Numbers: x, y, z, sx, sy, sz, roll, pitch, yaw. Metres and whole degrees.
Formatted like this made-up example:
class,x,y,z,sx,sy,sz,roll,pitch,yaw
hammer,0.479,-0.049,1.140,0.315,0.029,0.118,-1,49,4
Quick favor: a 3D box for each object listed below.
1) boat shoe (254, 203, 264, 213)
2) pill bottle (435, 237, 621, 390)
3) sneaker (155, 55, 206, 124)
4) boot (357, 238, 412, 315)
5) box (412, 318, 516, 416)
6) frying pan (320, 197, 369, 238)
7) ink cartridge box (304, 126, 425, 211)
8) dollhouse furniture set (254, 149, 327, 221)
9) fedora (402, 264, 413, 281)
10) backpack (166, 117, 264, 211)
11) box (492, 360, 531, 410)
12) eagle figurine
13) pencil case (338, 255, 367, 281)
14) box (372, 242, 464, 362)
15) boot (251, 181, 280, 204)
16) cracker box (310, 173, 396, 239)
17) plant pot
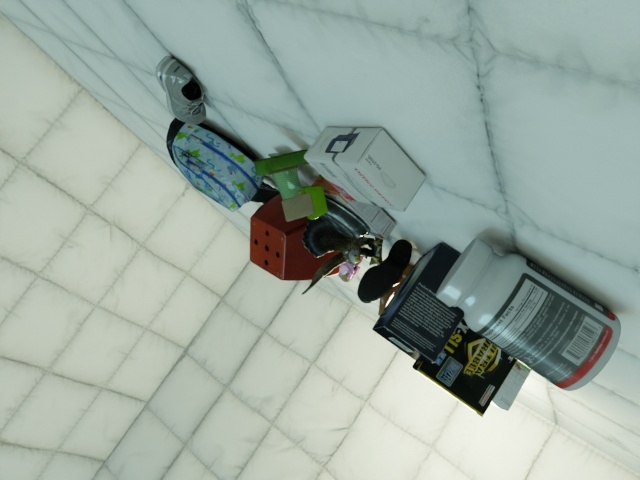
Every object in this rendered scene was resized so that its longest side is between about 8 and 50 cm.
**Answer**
class,x,y,z,sx,sy,sz,roll,pitch,yaw
boat shoe,-0.182,-0.082,2.525,0.341,0.122,0.110,21,162,50
pill bottle,0.467,0.160,1.290,0.363,0.210,0.210,34,170,8
sneaker,-0.397,-0.422,1.678,0.115,0.105,0.281,32,169,16
boot,0.198,0.161,1.823,0.096,0.264,0.280,24,147,16
box,0.484,0.346,1.779,0.257,0.322,0.079,36,171,-1
frying pan,0.007,-0.098,1.698,0.326,0.053,0.197,32,171,16
ink cartridge box,0.097,-0.166,1.278,0.172,0.100,0.237,41,169,-30
dollhouse furniture set,-0.122,-0.156,1.666,0.301,0.151,0.198,16,122,66
fedora,0.302,0.128,2.052,0.194,0.079,0.194,28,167,7
backpack,-0.374,-0.268,2.029,0.355,0.273,0.290,19,161,10
box,0.634,0.460,2.089,0.262,0.231,0.127,37,170,-15
eagle figurine,0.066,0.040,1.826,0.298,0.226,0.225,-8,165,-13
pencil case,0.000,0.000,2.222,0.386,0.160,0.167,38,136,-12
box,0.316,0.190,1.671,0.182,0.294,0.296,35,170,5
boot,-0.248,-0.220,2.234,0.236,0.085,0.178,13,-148,-52
cracker box,0.099,-0.104,1.663,0.232,0.067,0.155,42,169,-32
plant pot,-0.099,-0.005,1.944,0.267,0.235,0.267,27,125,36
